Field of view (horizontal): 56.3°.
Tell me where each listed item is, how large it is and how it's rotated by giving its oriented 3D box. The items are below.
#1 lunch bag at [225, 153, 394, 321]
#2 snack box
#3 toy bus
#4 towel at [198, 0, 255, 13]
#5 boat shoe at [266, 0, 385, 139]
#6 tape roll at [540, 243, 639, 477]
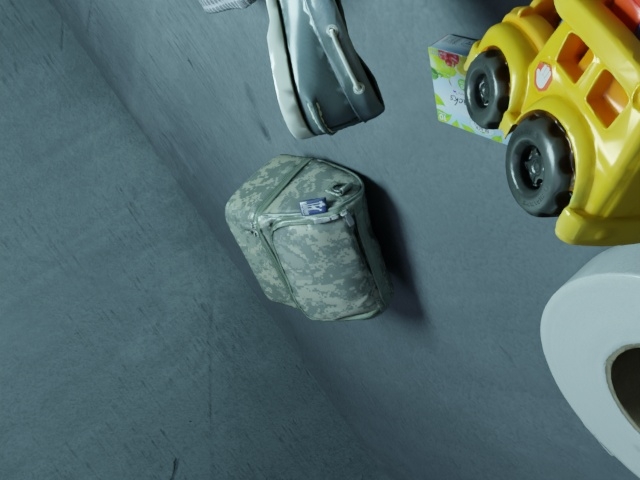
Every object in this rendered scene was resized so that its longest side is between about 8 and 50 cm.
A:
[{"bbox_3d":[0.000,0.000,1.140,0.256,0.212,0.305,14,139,38],"label":"lunch bag"},{"bbox_3d":[0.188,-0.165,0.666,0.141,0.037,0.100,34,154,44],"label":"snack box"},{"bbox_3d":[0.215,-0.139,0.431,0.211,0.149,0.220,93,164,-52],"label":"toy bus"},{"bbox_3d":[-0.165,-0.429,0.800,0.235,0.121,0.284,54,176,-28],"label":"towel"},{"bbox_3d":[-0.002,-0.262,0.571,0.116,0.099,0.319,-33,-64,-69],"label":"boat shoe"},{"bbox_3d":[0.422,0.176,0.647,0.392,0.072,0.392,45,159,23],"label":"tape roll"}]
